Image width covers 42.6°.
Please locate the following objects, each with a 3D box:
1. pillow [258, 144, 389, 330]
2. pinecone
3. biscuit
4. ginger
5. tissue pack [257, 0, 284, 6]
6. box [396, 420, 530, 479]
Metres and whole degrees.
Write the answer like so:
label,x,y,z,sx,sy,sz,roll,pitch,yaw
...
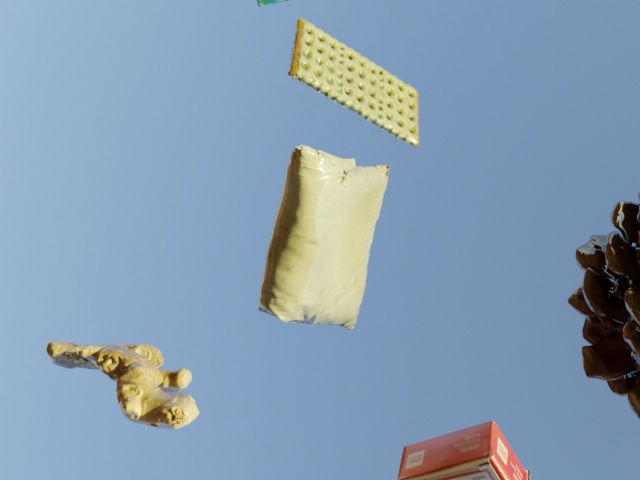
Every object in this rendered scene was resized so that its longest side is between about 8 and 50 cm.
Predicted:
label,x,y,z,sx,sy,sz,roll,pitch,yaw
pillow,0.000,0.000,0.832,0.078,0.134,0.181,12,-86,34
pinecone,0.533,0.060,1.040,0.384,0.384,0.384,-13,-114,31
biscuit,0.057,-0.232,1.215,0.016,0.231,0.139,-41,-148,40
ginger,-0.226,0.174,1.050,0.259,0.149,0.065,16,-81,40
tissue pack,-0.022,-0.242,0.579,0.085,0.138,0.028,-16,-150,-12
box,0.238,0.395,1.365,0.182,0.133,0.099,-23,-156,27
